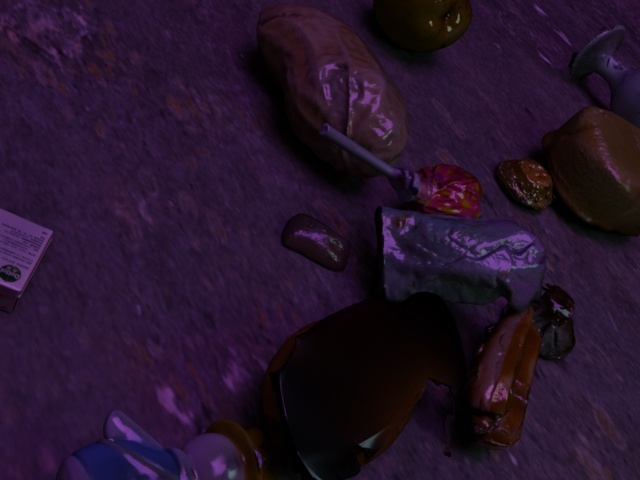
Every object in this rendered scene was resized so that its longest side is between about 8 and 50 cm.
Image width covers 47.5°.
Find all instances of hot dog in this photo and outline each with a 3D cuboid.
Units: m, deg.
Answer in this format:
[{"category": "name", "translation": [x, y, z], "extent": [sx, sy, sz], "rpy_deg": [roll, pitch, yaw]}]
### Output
[{"category": "hot dog", "translation": [0.042, 0.172, 0.816], "extent": [0.326, 0.107, 0.194], "rpy_deg": [0, 63, -46]}, {"category": "hot dog", "translation": [0.241, 0.170, 0.960], "extent": [0.269, 0.072, 0.109], "rpy_deg": [-48, 128, -56]}]

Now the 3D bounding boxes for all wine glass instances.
[{"category": "wine glass", "translation": [0.757, -0.335, 1.718], "extent": [0.191, 0.190, 0.357], "rpy_deg": [-11, 56, -41]}]

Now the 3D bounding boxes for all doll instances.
[{"category": "doll", "translation": [-0.140, 0.221, 0.643], "extent": [0.241, 0.098, 0.135], "rpy_deg": [-3, 33, -39]}]

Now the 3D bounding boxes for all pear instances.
[{"category": "pear", "translation": [0.198, -0.471, 1.438], "extent": [0.200, 0.200, 0.199], "rpy_deg": [20, 45, -21]}]

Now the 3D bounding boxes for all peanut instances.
[{"category": "peanut", "translation": [0.017, -0.237, 1.124], "extent": [0.174, 0.158, 0.339], "rpy_deg": [-17, 56, -10]}]

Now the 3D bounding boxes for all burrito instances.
[{"category": "burrito", "translation": [0.185, 0.025, 0.978], "extent": [0.229, 0.089, 0.143], "rpy_deg": [1, 82, 2]}]

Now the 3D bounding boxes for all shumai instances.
[{"category": "shumai", "translation": [0.346, 0.115, 1.091], "extent": [0.124, 0.087, 0.098], "rpy_deg": [17, 45, -25]}]

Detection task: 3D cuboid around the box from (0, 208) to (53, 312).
[{"category": "box", "translation": [-0.345, 0.006, 0.725], "extent": [0.125, 0.043, 0.089], "rpy_deg": [26, 43, -14]}]

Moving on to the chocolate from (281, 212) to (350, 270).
[{"category": "chocolate", "translation": [0.000, 0.000, 0.989], "extent": [0.101, 0.031, 0.064], "rpy_deg": [31, 46, -11]}]

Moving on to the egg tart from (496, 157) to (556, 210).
[{"category": "egg tart", "translation": [0.389, -0.111, 1.350], "extent": [0.131, 0.052, 0.130], "rpy_deg": [21, 41, -20]}]

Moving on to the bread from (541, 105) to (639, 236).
[{"category": "bread", "translation": [0.557, -0.131, 1.417], "extent": [0.270, 0.148, 0.269], "rpy_deg": [20, 48, -24]}]

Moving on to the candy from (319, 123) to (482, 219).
[{"category": "candy", "translation": [0.112, -0.088, 1.009], "extent": [0.365, 0.124, 0.124], "rpy_deg": [25, 38, -50]}]
